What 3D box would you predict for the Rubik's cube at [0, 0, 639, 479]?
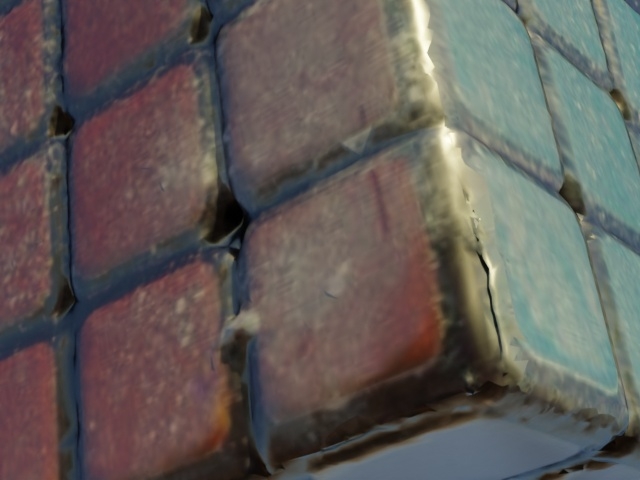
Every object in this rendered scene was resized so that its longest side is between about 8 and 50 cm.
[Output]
[{"bbox_3d":[0.000,0.000,0.593,0.343,0.345,0.337,-24,-29,32],"label":"Rubik's cube"}]
